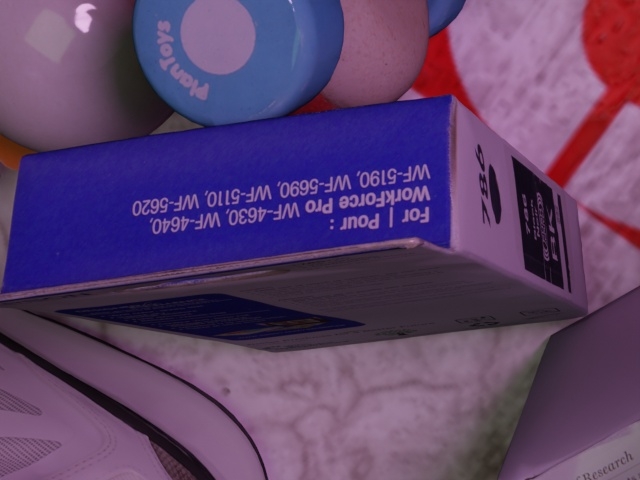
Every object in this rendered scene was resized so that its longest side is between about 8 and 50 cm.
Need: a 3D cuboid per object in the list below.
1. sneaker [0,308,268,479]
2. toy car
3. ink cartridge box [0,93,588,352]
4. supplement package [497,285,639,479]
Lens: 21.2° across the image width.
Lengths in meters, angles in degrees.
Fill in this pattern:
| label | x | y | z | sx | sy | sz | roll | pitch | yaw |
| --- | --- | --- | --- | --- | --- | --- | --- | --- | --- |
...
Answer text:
| label | x | y | z | sx | sy | sz | roll | pitch | yaw |
| --- | --- | --- | --- | --- | --- | --- | --- | --- | --- |
| sneaker | -0.257 | 0.086 | 0.796 | 0.447 | 0.257 | 0.169 | 23 | 109 | 8 |
| toy car | -0.091 | -0.123 | 0.726 | 0.238 | 0.219 | 0.210 | -20 | 98 | 24 |
| ink cartridge box | 0.000 | 0.000 | 0.670 | 0.165 | 0.333 | 0.065 | -7 | 83 | 15 |
| supplement package | 0.227 | 0.064 | 0.692 | 0.262 | 0.204 | 0.145 | -32 | 95 | 20 |
